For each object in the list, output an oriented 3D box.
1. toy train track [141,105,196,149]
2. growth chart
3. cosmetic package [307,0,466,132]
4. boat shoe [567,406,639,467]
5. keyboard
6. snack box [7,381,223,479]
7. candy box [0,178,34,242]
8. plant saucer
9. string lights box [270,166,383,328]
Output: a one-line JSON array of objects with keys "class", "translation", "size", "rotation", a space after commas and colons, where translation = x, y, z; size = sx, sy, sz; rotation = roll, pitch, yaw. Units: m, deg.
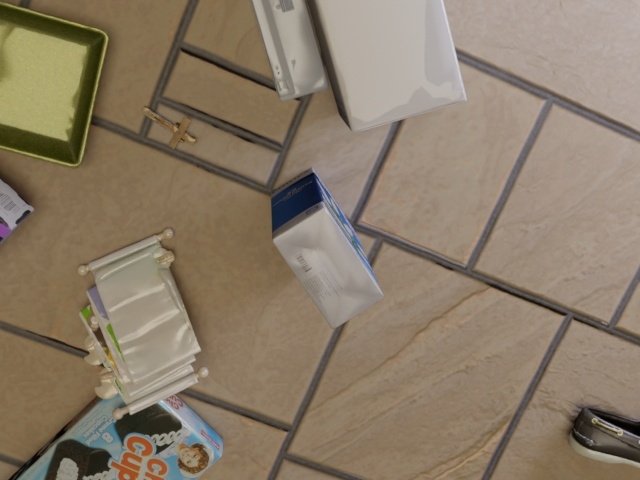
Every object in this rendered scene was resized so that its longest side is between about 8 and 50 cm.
[{"class": "toy train track", "translation": [-0.208, -0.159, 1.177], "size": [0.083, 0.014, 0.048], "rotation": [33, 107, -6]}, {"class": "growth chart", "translation": [-0.258, 0.119, 1.205], "size": [0.171, 0.021, 0.237], "rotation": [-17, 85, 3]}, {"class": "cosmetic package", "translation": [0.054, -0.337, 1.056], "size": [0.155, 0.197, 0.366], "rotation": [-15, 104, 0]}, {"class": "boat shoe", "translation": [0.500, 0.309, 1.313], "size": [0.227, 0.081, 0.069], "rotation": [12, 108, -4]}, {"class": "keyboard", "translation": [-0.056, -0.319, 1.147], "size": [0.072, 0.014, 0.256], "rotation": [-18, 106, -5]}, {"class": "snack box", "translation": [-0.323, 0.353, 1.277], "size": [0.322, 0.060, 0.187], "rotation": [-43, 103, 7]}, {"class": "candy box", "translation": [-0.512, -0.048, 1.132], "size": [0.164, 0.070, 0.196], "rotation": [-39, 105, 25]}, {"class": "plant saucer", "translation": [-0.388, -0.210, 1.133], "size": [0.188, 0.045, 0.188], "rotation": [15, 103, -7]}, {"class": "string lights box", "translation": [0.000, 0.000, 1.105], "size": [0.076, 0.260, 0.133], "rotation": [-32, 105, 5]}]
